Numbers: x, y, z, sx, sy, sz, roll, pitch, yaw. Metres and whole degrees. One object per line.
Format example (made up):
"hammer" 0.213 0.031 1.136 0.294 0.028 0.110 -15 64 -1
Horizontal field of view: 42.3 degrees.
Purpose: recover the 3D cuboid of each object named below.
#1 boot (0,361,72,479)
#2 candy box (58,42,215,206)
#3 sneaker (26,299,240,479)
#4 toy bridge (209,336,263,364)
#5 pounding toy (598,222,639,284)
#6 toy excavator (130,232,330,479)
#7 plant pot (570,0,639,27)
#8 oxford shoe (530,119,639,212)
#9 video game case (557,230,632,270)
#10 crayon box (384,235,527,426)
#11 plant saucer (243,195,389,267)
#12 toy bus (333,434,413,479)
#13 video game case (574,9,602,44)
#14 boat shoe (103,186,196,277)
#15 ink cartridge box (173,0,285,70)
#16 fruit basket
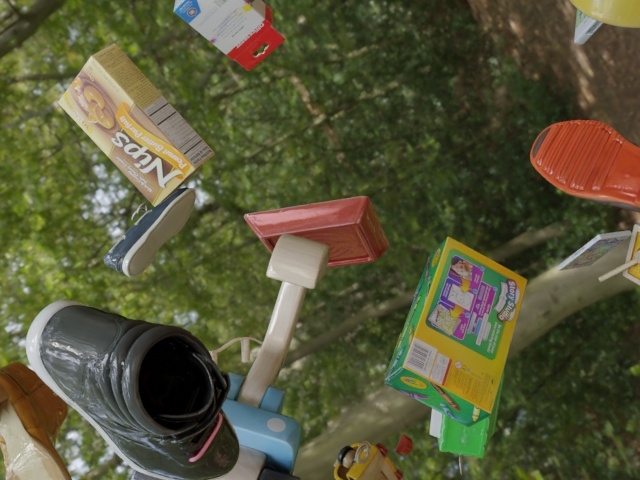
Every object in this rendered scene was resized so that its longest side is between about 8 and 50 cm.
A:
"boot" -0.473 0.334 1.413 0.295 0.104 0.211 50 -171 1
"candy box" -0.401 -0.245 1.797 0.316 0.183 0.087 48 -136 -8
"sneaker" -0.132 0.167 0.777 0.295 0.147 0.104 53 -124 -41
"toy bridge" -0.187 0.274 2.076 0.026 0.188 0.063 170 98 -66
"pounding toy" 0.619 0.039 1.549 0.141 0.100 0.130 39 133 51
"toy excavator" -0.109 0.259 1.274 0.445 0.222 0.433 -68 -9 -58
"plant pot" 0.382 -0.393 0.961 0.239 0.254 0.254 82 171 -52
"oxford shoe" 0.373 -0.074 1.012 0.098 0.097 0.271 25 -174 -39
"video game case" 0.511 0.020 1.545 0.087 0.122 0.011 -6 -118 -30
"crayon box" 0.233 0.149 1.397 0.165 0.081 0.278 29 -124 -6
"plant saucer" 0.000 0.000 1.731 0.259 0.258 0.047 59 -155 -62
"toy bus" 0.079 0.448 1.604 0.191 0.104 0.202 -4 -74 -49
"video game case" 0.531 -0.507 1.563 0.193 0.023 0.212 113 165 -79
"boat shoe" -0.358 -0.027 1.756 0.254 0.079 0.095 -57 -24 -29
"ink cartridge box" -0.205 -0.514 1.902 0.231 0.134 0.078 36 -147 -32
"fruit basket" 0.357 0.344 2.064 0.353 0.165 0.327 -82 -8 -52
